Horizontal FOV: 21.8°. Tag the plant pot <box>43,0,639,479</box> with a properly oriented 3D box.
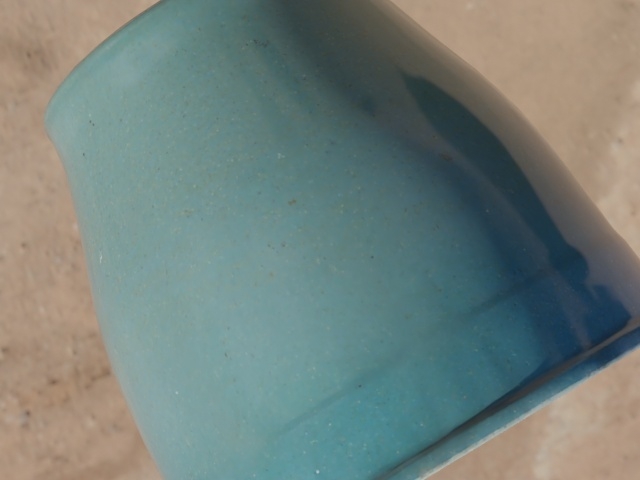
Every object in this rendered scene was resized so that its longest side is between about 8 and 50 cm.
[{"bbox_3d":[0.000,0.000,0.838,0.271,0.255,0.271,-30,172,-5],"label":"plant pot"}]
